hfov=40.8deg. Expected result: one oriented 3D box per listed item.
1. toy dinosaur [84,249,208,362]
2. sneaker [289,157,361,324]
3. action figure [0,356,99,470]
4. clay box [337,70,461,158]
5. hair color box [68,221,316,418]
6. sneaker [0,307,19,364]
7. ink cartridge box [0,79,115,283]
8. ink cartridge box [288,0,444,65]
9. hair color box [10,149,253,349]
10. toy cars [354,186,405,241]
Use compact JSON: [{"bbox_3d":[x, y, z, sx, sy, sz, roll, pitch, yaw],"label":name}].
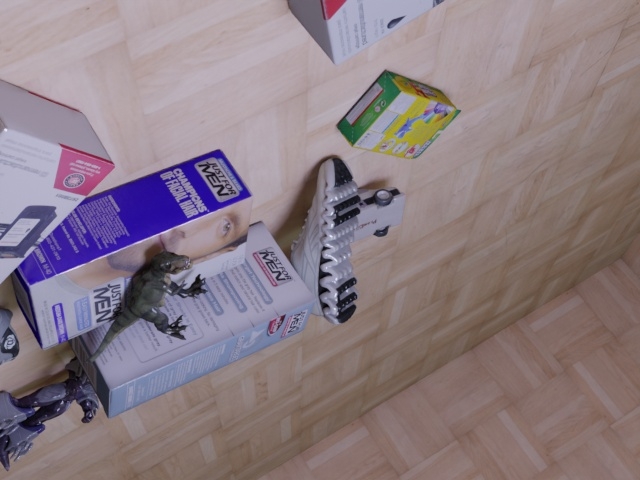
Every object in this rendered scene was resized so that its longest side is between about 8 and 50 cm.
[{"bbox_3d":[-0.236,0.095,1.255,0.118,0.064,0.268,9,133,-40],"label":"toy dinosaur"},{"bbox_3d":[0.000,0.000,1.505,0.110,0.118,0.292,-17,113,-57],"label":"sneaker"},{"bbox_3d":[-0.454,0.276,1.524,0.285,0.099,0.185,-30,147,-21],"label":"action figure"},{"bbox_3d":[0.139,-0.206,1.459,0.127,0.053,0.222,-47,155,24],"label":"clay box"},{"bbox_3d":[-0.217,0.123,1.436,0.375,0.185,0.113,-22,153,-28],"label":"hair color box"},{"bbox_3d":[-0.509,0.199,1.269,0.228,0.086,0.132,-63,160,9],"label":"sneaker"},{"bbox_3d":[-0.385,-0.057,0.984,0.237,0.100,0.172,-42,155,15],"label":"ink cartridge box"},{"bbox_3d":[0.092,-0.365,1.023,0.273,0.114,0.197,-33,156,-7],"label":"ink cartridge box"},{"bbox_3d":[-0.273,0.012,1.257,0.339,0.110,0.185,-26,154,-25],"label":"hair color box"},{"bbox_3d":[-0.009,0.020,1.652,0.393,0.087,0.176,-45,144,11],"label":"toy cars"}]
